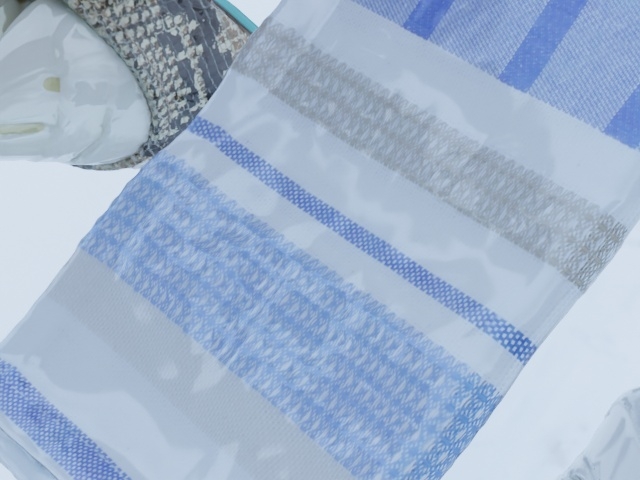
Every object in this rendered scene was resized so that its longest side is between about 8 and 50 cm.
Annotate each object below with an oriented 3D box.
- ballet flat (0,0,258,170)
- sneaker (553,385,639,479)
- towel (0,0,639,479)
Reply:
[{"bbox_3d":[-0.226,-0.158,0.992,0.164,0.483,0.182,-34,-160,47],"label":"ballet flat"},{"bbox_3d":[0.115,0.158,0.807,0.115,0.090,0.232,-2,133,-15],"label":"sneaker"},{"bbox_3d":[0.000,0.000,0.623,0.285,0.209,0.034,-50,134,-5],"label":"towel"}]
